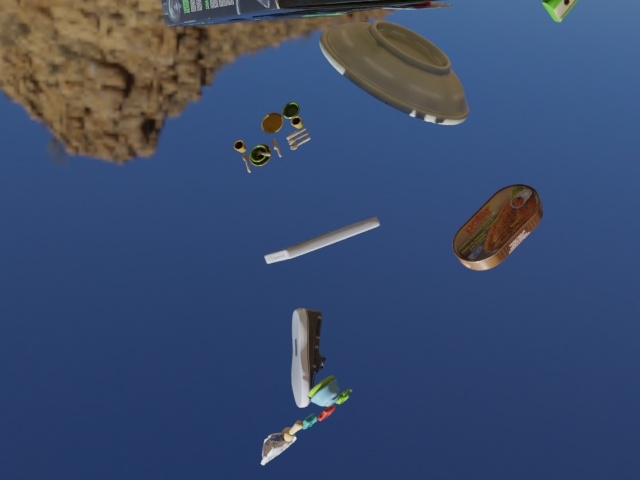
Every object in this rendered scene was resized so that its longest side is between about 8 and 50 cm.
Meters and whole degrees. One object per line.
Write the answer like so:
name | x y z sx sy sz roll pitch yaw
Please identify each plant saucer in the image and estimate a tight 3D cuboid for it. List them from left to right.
plant saucer | 0.195 -0.426 2.409 0.400 0.100 0.400 23 -153 -13

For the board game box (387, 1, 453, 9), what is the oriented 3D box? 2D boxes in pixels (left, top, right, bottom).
board game box | 0.132 -0.396 1.634 0.133 0.033 0.169 17 -157 40

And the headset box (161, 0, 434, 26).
headset box | -0.022 -0.315 1.122 0.246 0.131 0.283 -12 -167 -32

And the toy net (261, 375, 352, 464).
toy net | -0.041 0.370 2.084 0.045 0.232 0.122 49 -174 16

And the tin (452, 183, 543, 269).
tin | 0.325 -0.024 1.852 0.190 0.040 0.106 -44 -133 -7

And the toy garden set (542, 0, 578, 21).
toy garden set | 0.353 -0.457 1.416 0.244 0.204 0.049 41 179 -40

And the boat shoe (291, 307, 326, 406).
boat shoe | -0.023 0.270 2.352 0.076 0.228 0.080 1 172 -19

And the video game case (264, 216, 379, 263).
video game case | 0.000 0.000 2.163 0.212 0.023 0.193 -20 -179 -17

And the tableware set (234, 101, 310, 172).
tableware set | -0.101 -0.211 2.027 0.154 0.024 0.104 -27 -118 11
